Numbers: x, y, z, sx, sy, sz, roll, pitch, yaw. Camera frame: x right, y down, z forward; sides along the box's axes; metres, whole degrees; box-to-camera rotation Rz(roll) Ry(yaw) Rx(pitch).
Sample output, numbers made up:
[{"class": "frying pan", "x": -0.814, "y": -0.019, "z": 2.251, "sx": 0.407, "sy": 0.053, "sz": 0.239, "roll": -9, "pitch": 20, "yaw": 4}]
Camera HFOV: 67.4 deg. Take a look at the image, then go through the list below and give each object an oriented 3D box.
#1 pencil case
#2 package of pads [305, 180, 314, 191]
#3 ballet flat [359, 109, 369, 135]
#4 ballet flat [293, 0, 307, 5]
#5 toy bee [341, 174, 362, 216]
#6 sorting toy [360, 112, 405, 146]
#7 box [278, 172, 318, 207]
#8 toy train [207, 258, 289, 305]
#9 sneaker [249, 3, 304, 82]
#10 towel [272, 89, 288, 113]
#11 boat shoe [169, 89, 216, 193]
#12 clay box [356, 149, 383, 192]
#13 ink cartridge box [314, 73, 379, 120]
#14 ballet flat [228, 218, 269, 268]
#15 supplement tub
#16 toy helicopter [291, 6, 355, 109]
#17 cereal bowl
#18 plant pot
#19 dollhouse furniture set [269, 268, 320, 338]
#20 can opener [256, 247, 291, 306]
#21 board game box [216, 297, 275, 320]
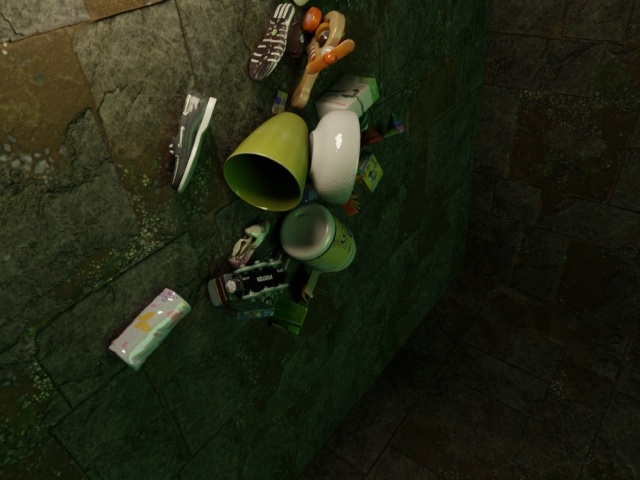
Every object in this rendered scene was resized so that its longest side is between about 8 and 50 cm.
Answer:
[{"class": "pencil case", "x": -0.541, "y": 0.284, "z": 1.539, "sx": 0.273, "sy": 0.114, "sz": 0.124, "roll": -52, "pitch": 154, "yaw": -23}, {"class": "package of pads", "x": -0.023, "y": -0.213, "z": 1.850, "sx": 0.083, "sy": 0.050, "sz": 0.031, "roll": -23, "pitch": 127, "yaw": -47}, {"class": "ballet flat", "x": 0.167, "y": -0.494, "z": 2.146, "sx": 0.074, "sy": 0.074, "sz": 0.203, "roll": 18, "pitch": 100, "yaw": -57}, {"class": "ballet flat", "x": 0.021, "y": -0.975, "z": 1.592, "sx": 0.139, "sy": 0.139, "sz": 0.399, "roll": 25, "pitch": 88, "yaw": -58}, {"class": "toy bee", "x": 0.091, "y": -0.261, "z": 2.094, "sx": 0.162, "sy": 0.196, "sz": 0.298, "roll": -66, "pitch": 146, "yaw": -53}, {"class": "sorting toy", "x": 0.286, "y": -0.543, "z": 2.291, "sx": 0.366, "sy": 0.127, "sz": 0.126, "roll": -31, "pitch": 103, "yaw": -47}, {"class": "box", "x": -0.105, "y": -0.220, "z": 1.877, "sx": 0.207, "sy": 0.108, "sz": 0.153, "roll": -29, "pitch": 131, "yaw": -45}, {"class": "toy train", "x": -0.264, "y": 0.161, "z": 1.810, "sx": 0.334, "sy": 0.190, "sz": 0.142, "roll": -9, "pitch": 80, "yaw": -60}, {"class": "sneaker", "x": -0.124, "y": -0.628, "z": 1.613, "sx": 0.162, "sy": 0.107, "sz": 0.281, "roll": 31, "pitch": 82, "yaw": -60}, {"class": "towel", "x": -0.146, "y": -0.497, "z": 1.743, "sx": 0.060, "sy": 0.010, "sz": 0.083, "roll": 1, "pitch": 108, "yaw": -55}, {"class": "boat shoe", "x": -0.399, "y": -0.293, "z": 1.429, "sx": 0.114, "sy": 0.091, "sz": 0.302, "roll": -153, "pitch": -98, "yaw": -78}, {"class": "clay box", "x": 0.242, "y": -0.329, "z": 2.366, "sx": 0.127, "sy": 0.053, "sz": 0.222, "roll": -61, "pitch": 146, "yaw": -10}, {"class": "ink cartridge box", "x": 0.107, "y": -0.564, "z": 1.930, "sx": 0.219, "sy": 0.160, "sz": 0.092, "roll": -50, "pitch": 142, "yaw": -27}, {"class": "ballet flat", "x": -0.271, "y": 0.004, "z": 1.806, "sx": 0.221, "sy": 0.077, "sz": 0.079, "roll": -57, "pitch": 143, "yaw": -9}, {"class": "supplement tub", "x": 0.000, "y": 0.000, "z": 2.027, "sx": 0.240, "sy": 0.241, "sz": 0.331, "roll": -65, "pitch": 152, "yaw": -5}, {"class": "toy helicopter", "x": -0.006, "y": -0.625, "z": 1.691, "sx": 0.140, "sy": 0.235, "sz": 0.354, "roll": 13, "pitch": 114, "yaw": -32}, {"class": "cereal bowl", "x": 0.030, "y": -0.298, "z": 1.700, "sx": 0.141, "sy": 0.339, "sz": 0.338, "roll": 4, "pitch": 112, "yaw": -10}, {"class": "plant pot", "x": -0.147, "y": -0.298, "z": 1.656, "sx": 0.274, "sy": 0.275, "sz": 0.293, "roll": 68, "pitch": 34, "yaw": -48}, {"class": "dollhouse furniture set", "x": -0.120, "y": 0.258, "z": 2.165, "sx": 0.197, "sy": 0.152, "sz": 0.301, "roll": 111, "pitch": 1, "yaw": -61}, {"class": "can opener", "x": -0.203, "y": 0.170, "z": 2.020, "sx": 0.076, "sy": 0.095, "sz": 0.283, "roll": 23, "pitch": 84, "yaw": -13}, {"class": "board game box", "x": -0.291, "y": 0.260, "z": 1.866, "sx": 0.201, "sy": 0.136, "sz": 0.035, "roll": 4, "pitch": 106, "yaw": -57}]
